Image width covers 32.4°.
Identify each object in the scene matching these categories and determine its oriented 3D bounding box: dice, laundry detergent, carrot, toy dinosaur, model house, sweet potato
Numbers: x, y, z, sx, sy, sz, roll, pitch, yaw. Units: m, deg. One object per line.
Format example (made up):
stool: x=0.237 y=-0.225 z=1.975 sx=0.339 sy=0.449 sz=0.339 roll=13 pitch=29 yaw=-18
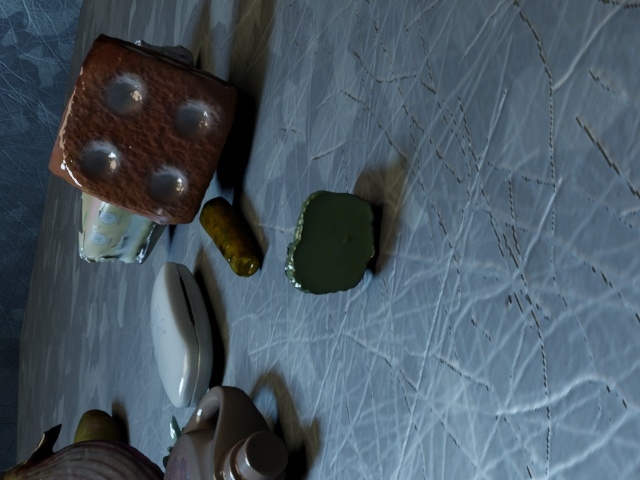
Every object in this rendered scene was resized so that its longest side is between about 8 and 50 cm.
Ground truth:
dice: x=-0.202 y=-0.126 z=1.258 sx=0.175 sy=0.179 sz=0.173 roll=-124 pitch=54 yaw=-72
laundry detergent: x=-0.090 y=0.210 z=1.034 sx=0.237 sy=0.076 sz=0.171 roll=120 pitch=150 yaw=-49
carrot: x=-0.099 y=-0.004 z=1.185 sx=0.170 sy=0.042 sz=0.042 roll=-127 pitch=46 yaw=-61
toy dinosaur: x=-0.154 y=0.290 z=1.257 sx=0.106 sy=0.044 sz=0.187 roll=134 pitch=121 yaw=-68
model house: x=0.000 y=0.000 z=0.855 sx=0.083 sy=0.066 sz=0.078 roll=-165 pitch=83 yaw=-72
sweet potato: x=-0.344 y=0.355 z=1.737 sx=0.346 sy=0.079 sz=0.108 roll=-112 pitch=5 yaw=-51

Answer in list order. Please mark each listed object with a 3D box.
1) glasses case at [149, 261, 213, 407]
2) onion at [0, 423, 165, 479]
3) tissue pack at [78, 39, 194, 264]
glasses case: x=-0.167 y=0.108 z=1.314 sx=0.233 sy=0.059 sz=0.092 roll=-117 pitch=39 yaw=-56
onion: x=-0.219 y=0.385 z=1.158 sx=0.348 sy=0.267 sz=0.159 roll=48 pitch=174 yaw=16
tissue pack: x=-0.248 y=-0.115 z=1.526 sx=0.256 sy=0.123 sz=0.215 roll=-53 pitch=33 yaw=43
